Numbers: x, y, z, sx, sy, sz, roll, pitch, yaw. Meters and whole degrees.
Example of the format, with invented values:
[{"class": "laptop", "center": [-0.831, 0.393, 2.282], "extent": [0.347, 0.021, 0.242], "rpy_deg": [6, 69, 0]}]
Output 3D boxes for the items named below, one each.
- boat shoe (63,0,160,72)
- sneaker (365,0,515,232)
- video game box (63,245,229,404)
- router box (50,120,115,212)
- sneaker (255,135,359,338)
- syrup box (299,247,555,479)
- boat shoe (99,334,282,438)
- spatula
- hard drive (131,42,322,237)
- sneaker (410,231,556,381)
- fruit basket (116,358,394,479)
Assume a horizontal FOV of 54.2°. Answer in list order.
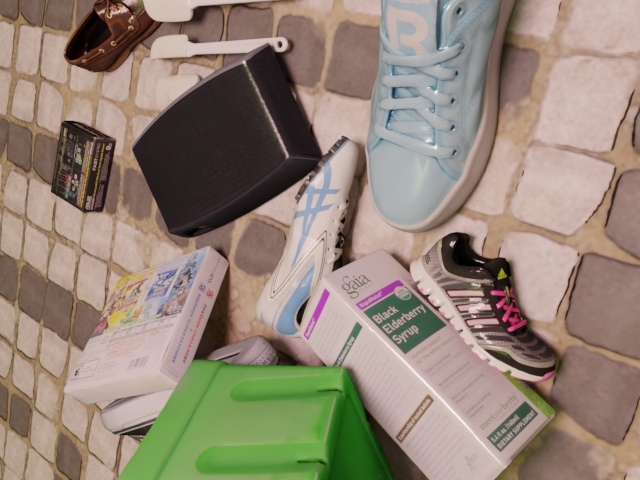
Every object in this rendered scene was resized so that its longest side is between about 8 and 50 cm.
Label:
[{"class": "boat shoe", "center": [-0.282, -0.309, 0.873], "extent": [0.207, 0.073, 0.073], "rpy_deg": [-39, 71, 31]}, {"class": "sneaker", "center": [0.092, -0.182, 0.565], "extent": [0.135, 0.150, 0.366], "rpy_deg": [19, 106, 34]}, {"class": "video game box", "center": [-0.229, 0.113, 0.824], "extent": [0.205, 0.048, 0.187], "rpy_deg": [-18, 44, 36]}, {"class": "router box", "center": [-0.371, -0.115, 0.975], "extent": [0.092, 0.038, 0.122], "rpy_deg": [28, 110, 31]}, {"class": "sneaker", "center": [0.000, 0.000, 0.702], "extent": [0.086, 0.085, 0.237], "rpy_deg": [22, 105, 5]}, {"class": "syrup box", "center": [0.094, 0.126, 0.616], "extent": [0.237, 0.093, 0.096], "rpy_deg": [46, 136, 23]}, {"class": "boat shoe", "center": [-0.167, 0.224, 0.810], "extent": [0.335, 0.121, 0.119], "rpy_deg": [-23, 100, 40]}, {"class": "spatula", "center": [-0.129, -0.239, 0.790], "extent": [0.242, 0.019, 0.168], "rpy_deg": [9, 108, 30]}, {"class": "hard drive", "center": [-0.131, -0.113, 0.783], "extent": [0.254, 0.054, 0.172], "rpy_deg": [-25, 88, 36]}, {"class": "sneaker", "center": [0.161, 0.056, 0.592], "extent": [0.170, 0.063, 0.075], "rpy_deg": [48, 125, 28]}, {"class": "fruit basket", "center": [-0.094, 0.319, 0.639], "extent": [0.392, 0.283, 0.392], "rpy_deg": [4, 113, 9]}]
